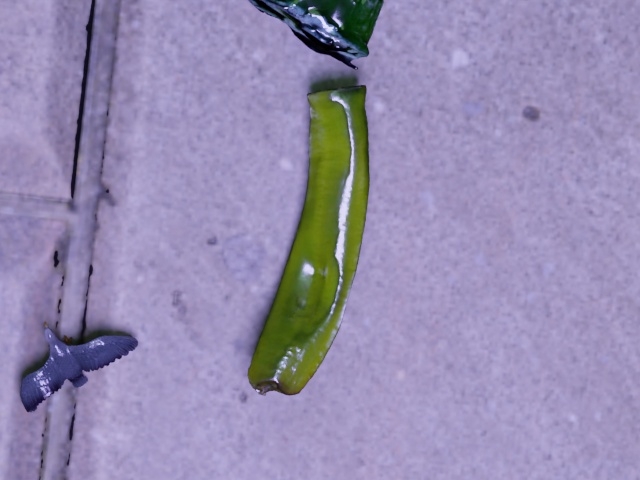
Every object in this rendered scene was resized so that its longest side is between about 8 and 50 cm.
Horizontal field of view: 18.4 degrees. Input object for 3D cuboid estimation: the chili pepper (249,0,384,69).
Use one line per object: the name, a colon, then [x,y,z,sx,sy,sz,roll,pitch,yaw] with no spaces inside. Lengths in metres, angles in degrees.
chili pepper: [0.043,-0.224,1.219,0.088,0.059,0.227,31,88,-13]

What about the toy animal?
toy animal: [-0.160,0.071,1.237,0.084,0.028,0.050,-33,99,1]

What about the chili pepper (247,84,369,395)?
chili pepper: [0.000,0.000,1.237,0.052,0.050,0.201,12,92,9]
